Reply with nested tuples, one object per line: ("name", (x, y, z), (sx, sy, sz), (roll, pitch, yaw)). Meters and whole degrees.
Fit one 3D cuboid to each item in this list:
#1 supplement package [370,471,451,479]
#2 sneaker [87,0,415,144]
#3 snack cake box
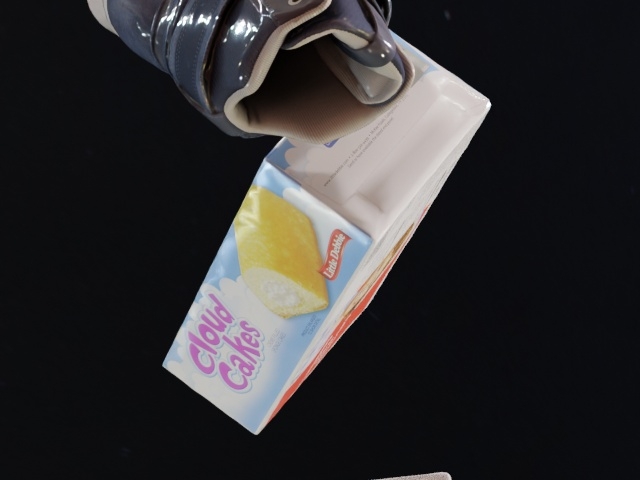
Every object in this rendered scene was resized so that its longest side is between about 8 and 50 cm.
("supplement package", (-0.018, 0.240, 0.927), (0.194, 0.203, 0.149), (-6, -138, 5))
("sneaker", (0.011, -0.145, 0.827), (0.226, 0.086, 0.163), (-51, -138, 8))
("snack cake box", (0.000, 0.000, 1.293), (0.089, 0.264, 0.152), (36, -128, 5))
